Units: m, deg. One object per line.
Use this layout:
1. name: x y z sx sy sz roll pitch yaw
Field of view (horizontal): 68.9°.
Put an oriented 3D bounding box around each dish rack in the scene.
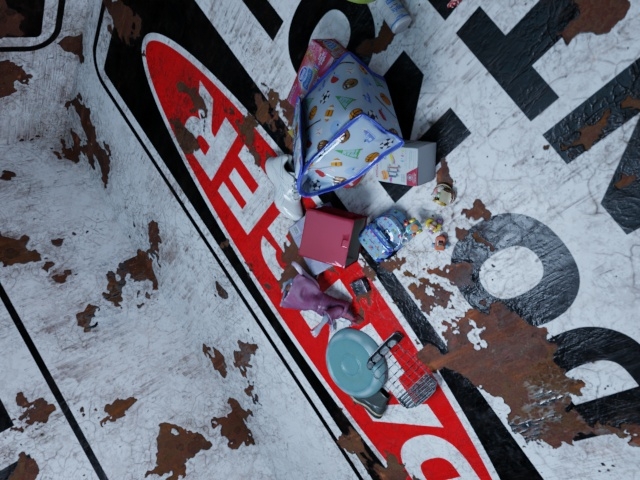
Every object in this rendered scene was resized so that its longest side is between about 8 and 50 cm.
1. dish rack: 0.332 0.534 1.889 0.271 0.074 0.208 45 116 13

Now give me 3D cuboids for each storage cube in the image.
1. storage cube: 0.049 -0.017 1.791 0.193 0.183 0.215 16 103 19

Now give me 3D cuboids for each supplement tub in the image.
1. supplement tub: 0.230 -0.712 1.463 0.071 0.071 0.107 -37 83 45

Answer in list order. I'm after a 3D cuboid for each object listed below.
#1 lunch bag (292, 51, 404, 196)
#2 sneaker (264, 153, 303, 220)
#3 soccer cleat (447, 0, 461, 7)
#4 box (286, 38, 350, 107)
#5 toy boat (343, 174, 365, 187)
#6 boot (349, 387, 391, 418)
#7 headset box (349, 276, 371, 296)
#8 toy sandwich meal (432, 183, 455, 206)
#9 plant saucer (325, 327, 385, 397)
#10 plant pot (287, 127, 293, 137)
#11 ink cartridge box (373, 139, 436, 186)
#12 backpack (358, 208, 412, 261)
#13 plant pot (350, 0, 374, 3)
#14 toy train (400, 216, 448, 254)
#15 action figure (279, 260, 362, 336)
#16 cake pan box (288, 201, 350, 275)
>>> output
1. lunch bag: 0.041 -0.364 1.552 0.385 0.238 0.328 -36 45 36
2. sneaker: -0.138 -0.228 1.999 0.129 0.111 0.297 -16 98 40
3. soccer cleat: 0.399 -0.705 1.341 0.083 0.029 0.036 -27 80 43
4. box: -0.002 -0.585 1.694 0.123 0.128 0.257 47 134 17
5. toy boat: 0.064 -0.300 1.741 0.151 0.151 0.231 -40 79 45
6. boot: 0.221 0.687 2.103 0.197 0.076 0.137 31 118 22
7. headset box: 0.169 0.191 1.947 0.083 0.032 0.062 -27 89 47
8. toy sandwich meal: 0.412 -0.150 1.571 0.085 0.029 0.086 19 120 36
9. plant saucer: 0.141 0.550 2.074 0.317 0.043 0.318 6 99 38
10. plant pot: -0.063 -0.429 1.857 0.081 0.081 0.083 -24 102 46
11. ink cartridge box: 0.281 -0.266 1.573 0.176 0.127 0.128 15 118 39
12. backpack: 0.247 -0.025 1.721 0.158 0.116 0.173 55 133 9
13. plant pot: 0.147 -0.884 1.297 0.367 0.366 0.353 57 147 8
14. toy train: 0.365 -0.017 1.621 0.166 0.046 0.125 8 102 10
15. action figure: 0.013 0.271 2.037 0.369 0.248 0.276 17 89 4
16. cake pan box: 0.000 0.000 1.996 0.266 0.070 0.246 -33 82 45
